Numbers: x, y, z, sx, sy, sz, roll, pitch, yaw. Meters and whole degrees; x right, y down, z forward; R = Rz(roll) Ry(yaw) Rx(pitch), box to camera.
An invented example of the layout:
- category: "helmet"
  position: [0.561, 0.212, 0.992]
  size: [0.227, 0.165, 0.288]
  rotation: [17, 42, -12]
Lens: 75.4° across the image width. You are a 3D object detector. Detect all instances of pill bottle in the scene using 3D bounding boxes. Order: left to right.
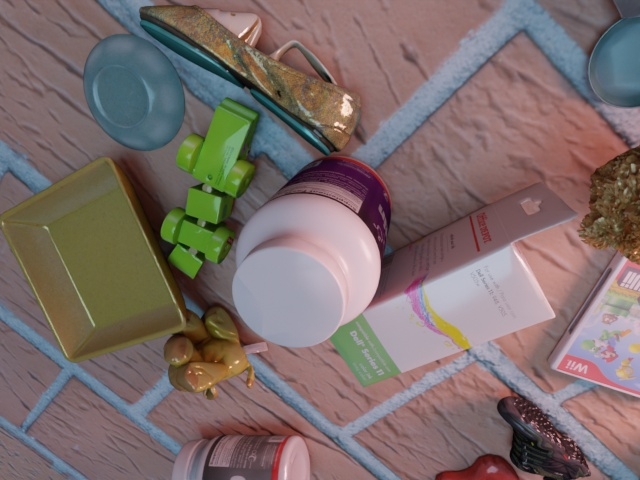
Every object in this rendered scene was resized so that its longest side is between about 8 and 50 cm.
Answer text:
- category: "pill bottle"
  position: [-0.181, 0.535, 0.951]
  size: [0.284, 0.161, 0.161]
  rotation: [-8, 111, 16]
- category: "pill bottle"
  position: [0.000, 0.000, 0.577]
  size: [0.182, 0.323, 0.181]
  rotation: [5, 115, 11]

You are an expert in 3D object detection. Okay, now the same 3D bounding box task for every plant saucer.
- category: "plant saucer"
  position: [-0.427, 0.046, 0.809]
  size: [0.333, 0.081, 0.332]
  rotation: [-20, 97, 23]
- category: "plant saucer"
  position: [-0.330, -0.246, 0.707]
  size: [0.195, 0.037, 0.194]
  rotation: [5, 114, 11]
- category: "plant saucer"
  position: [0.415, -0.236, 0.542]
  size: [0.120, 0.021, 0.119]
  rotation: [5, 114, 11]

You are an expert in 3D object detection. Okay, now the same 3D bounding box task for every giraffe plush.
- category: "giraffe plush"
  position: [-0.243, 0.249, 0.859]
  size: [0.211, 0.181, 0.171]
  rotation: [21, 135, -35]

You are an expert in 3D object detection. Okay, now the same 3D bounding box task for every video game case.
- category: "video game case"
  position: [0.540, 0.132, 0.676]
  size: [0.204, 0.025, 0.284]
  rotation: [17, 117, 5]

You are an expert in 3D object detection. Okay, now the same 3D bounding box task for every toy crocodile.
- category: "toy crocodile"
  position: [-0.189, -0.075, 0.722]
  size: [0.115, 0.105, 0.340]
  rotation: [23, 112, 3]

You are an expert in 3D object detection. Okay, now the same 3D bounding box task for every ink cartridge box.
- category: "ink cartridge box"
  position: [0.199, 0.062, 0.621]
  size: [0.354, 0.207, 0.119]
  rotation: [-29, 99, 24]

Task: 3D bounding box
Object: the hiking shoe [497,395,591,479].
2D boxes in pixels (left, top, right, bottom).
- category: "hiking shoe"
  position: [0.403, 0.395, 0.791]
  size: [0.227, 0.086, 0.114]
  rotation: [42, 113, -8]

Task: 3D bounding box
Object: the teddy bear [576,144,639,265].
- category: "teddy bear"
  position: [0.456, -0.045, 0.480]
  size: [0.245, 0.338, 0.112]
  rotation: [-35, 61, 37]

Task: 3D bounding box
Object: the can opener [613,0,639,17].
- category: "can opener"
  position: [0.335, -0.395, 0.473]
  size: [0.283, 0.095, 0.076]
  rotation: [56, 152, -8]

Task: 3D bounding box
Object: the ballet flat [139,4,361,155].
- category: "ballet flat"
  position: [-0.091, -0.262, 0.611]
  size: [0.349, 0.123, 0.123]
  rotation: [34, 117, -2]

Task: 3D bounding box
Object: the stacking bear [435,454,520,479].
- category: "stacking bear"
  position: [0.331, 0.602, 0.787]
  size: [0.175, 0.289, 0.164]
  rotation: [-39, 100, 25]
